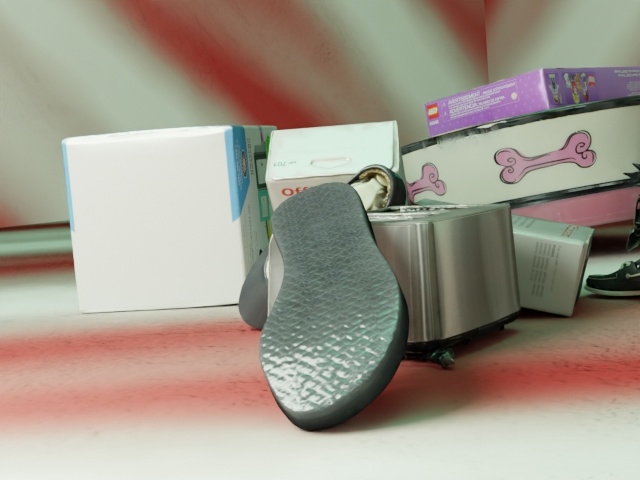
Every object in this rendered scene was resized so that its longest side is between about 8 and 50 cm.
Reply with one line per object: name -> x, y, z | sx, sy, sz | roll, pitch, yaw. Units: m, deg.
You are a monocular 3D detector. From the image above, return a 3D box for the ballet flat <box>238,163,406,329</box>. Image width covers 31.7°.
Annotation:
ballet flat -> 0.000, 0.000, 1.054 | 0.203, 0.074, 0.074 | -42, 15, -11

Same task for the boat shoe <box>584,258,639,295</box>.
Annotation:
boat shoe -> 0.310, 0.035, 1.084 | 0.046, 0.038, 0.125 | -8, 7, -40

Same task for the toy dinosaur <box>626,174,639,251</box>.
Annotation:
toy dinosaur -> 0.448, -0.094, 1.335 | 0.322, 0.218, 0.164 | 39, -36, -26

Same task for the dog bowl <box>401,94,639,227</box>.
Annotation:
dog bowl -> 0.304, -0.083, 1.530 | 0.408, 0.150, 0.408 | -11, -1, 0

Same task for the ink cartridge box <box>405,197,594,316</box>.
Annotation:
ink cartridge box -> 0.165, 0.013, 1.077 | 0.175, 0.072, 0.127 | 11, 9, 15

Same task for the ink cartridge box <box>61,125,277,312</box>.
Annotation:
ink cartridge box -> -0.162, -0.035, 1.354 | 0.197, 0.198, 0.270 | -4, 6, 9

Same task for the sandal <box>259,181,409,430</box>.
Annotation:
sandal -> 0.014, 0.042, 0.779 | 0.097, 0.054, 0.254 | -16, 30, 10

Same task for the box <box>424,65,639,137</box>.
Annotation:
box -> 0.315, -0.190, 1.553 | 0.293, 0.057, 0.201 | -9, -1, -43

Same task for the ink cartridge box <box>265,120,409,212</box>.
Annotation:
ink cartridge box -> 0.027, -0.032, 1.230 | 0.140, 0.190, 0.082 | -3, 47, 9

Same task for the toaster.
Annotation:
toaster -> 0.068, 0.031, 0.935 | 0.186, 0.110, 0.168 | 0, 8, 37
